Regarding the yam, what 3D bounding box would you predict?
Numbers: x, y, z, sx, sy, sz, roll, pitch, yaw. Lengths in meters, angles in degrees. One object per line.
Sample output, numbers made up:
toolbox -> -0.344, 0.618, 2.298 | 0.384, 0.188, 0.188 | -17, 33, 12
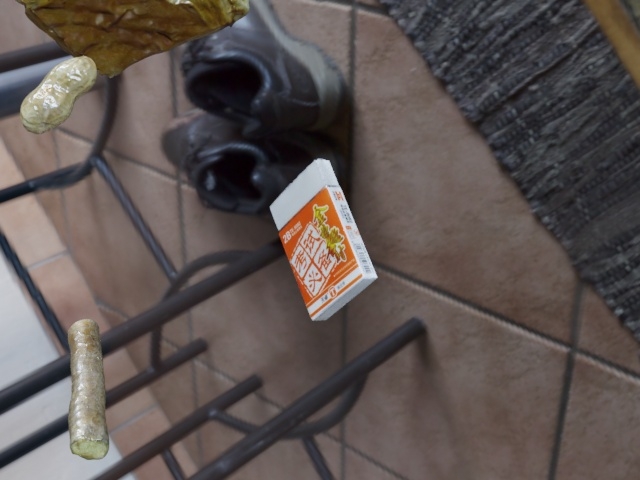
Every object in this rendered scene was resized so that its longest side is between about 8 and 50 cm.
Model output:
yam -> -0.404, 0.248, 1.640 | 0.299, 0.066, 0.066 | -108, 24, -49

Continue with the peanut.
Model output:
peanut -> -0.305, -0.171, 1.106 | 0.054, 0.113, 0.054 | 39, 173, 6

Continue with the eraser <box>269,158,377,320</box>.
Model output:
eraser -> 0.000, 0.000, 1.601 | 0.157, 0.038, 0.230 | -43, 60, 43

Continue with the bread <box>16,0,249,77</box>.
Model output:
bread -> -0.355, -0.496, 1.796 | 0.370, 0.314, 0.191 | -22, 57, 15
